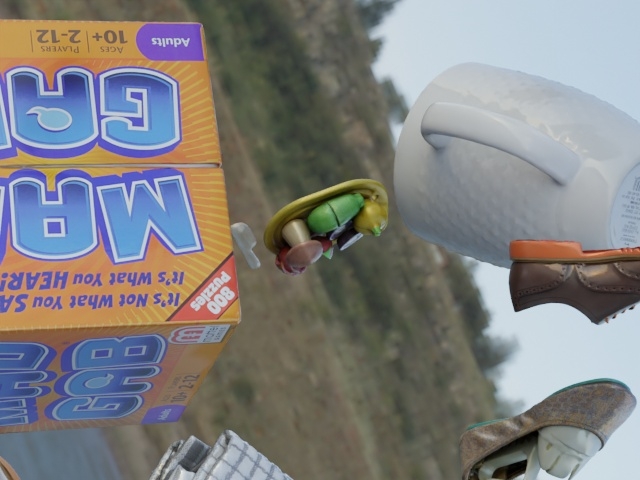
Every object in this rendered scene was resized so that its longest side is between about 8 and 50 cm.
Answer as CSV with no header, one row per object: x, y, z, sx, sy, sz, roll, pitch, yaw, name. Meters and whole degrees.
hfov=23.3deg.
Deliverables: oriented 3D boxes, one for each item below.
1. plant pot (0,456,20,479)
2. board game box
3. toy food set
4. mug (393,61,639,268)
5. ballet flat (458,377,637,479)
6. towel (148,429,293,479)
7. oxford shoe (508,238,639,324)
-0.571,0.391,2.274,0.203,0.291,0.291,98,-28,-53,plant pot
-0.318,-0.005,1.743,0.356,0.357,0.356,124,-39,-61,board game box
0.000,0.000,2.057,0.128,0.218,0.071,80,-13,-57,toy food set
0.285,-0.099,2.130,0.328,0.276,0.374,21,-5,41,mug
0.303,0.279,2.092,0.316,0.107,0.106,-33,-145,49,ballet flat
-0.099,0.344,1.417,0.235,0.283,0.121,40,-24,-19,towel
0.362,0.054,1.870,0.097,0.271,0.098,11,83,-77,oxford shoe
